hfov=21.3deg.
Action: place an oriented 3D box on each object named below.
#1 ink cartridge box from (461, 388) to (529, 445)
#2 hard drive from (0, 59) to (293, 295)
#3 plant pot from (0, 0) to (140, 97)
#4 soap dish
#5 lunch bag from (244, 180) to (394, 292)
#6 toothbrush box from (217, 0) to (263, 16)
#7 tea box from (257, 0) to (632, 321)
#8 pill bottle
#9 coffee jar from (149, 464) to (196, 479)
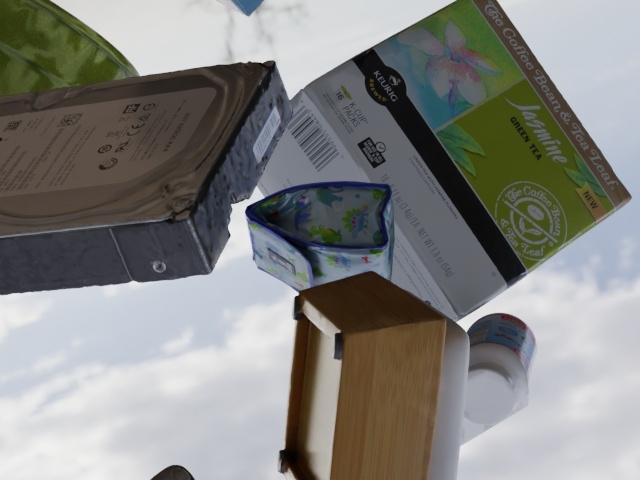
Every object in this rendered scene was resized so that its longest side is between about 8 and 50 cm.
[{"bbox_3d":[0.164,0.224,2.277,0.218,0.092,0.158,-32,161,-5],"label":"ink cartridge box"},{"bbox_3d":[-0.213,-0.048,1.386,0.339,0.064,0.237,-6,-147,23],"label":"hard drive"},{"bbox_3d":[-0.458,-0.122,2.053,0.366,0.366,0.353,8,-111,62],"label":"plant pot"},{"bbox_3d":[0.042,0.158,1.580,0.118,0.229,0.291,5,-174,-12],"label":"soap dish"},{"bbox_3d":[0.000,0.000,1.778,0.151,0.096,0.129,4,154,5],"label":"lunch bag"},{"bbox_3d":[-0.160,-0.377,1.628,0.126,0.295,0.216,-48,-140,-7],"label":"toothbrush box"},{"bbox_3d":[0.139,-0.079,2.098,0.323,0.329,0.220,-33,177,-33],"label":"tea box"},{"bbox_3d":[0.192,0.145,1.898,0.087,0.087,0.160,-13,-166,16],"label":"pill bottle"},{"bbox_3d":[-0.203,0.422,2.598,0.096,0.184,0.079,-39,-129,-8],"label":"coffee jar"}]
